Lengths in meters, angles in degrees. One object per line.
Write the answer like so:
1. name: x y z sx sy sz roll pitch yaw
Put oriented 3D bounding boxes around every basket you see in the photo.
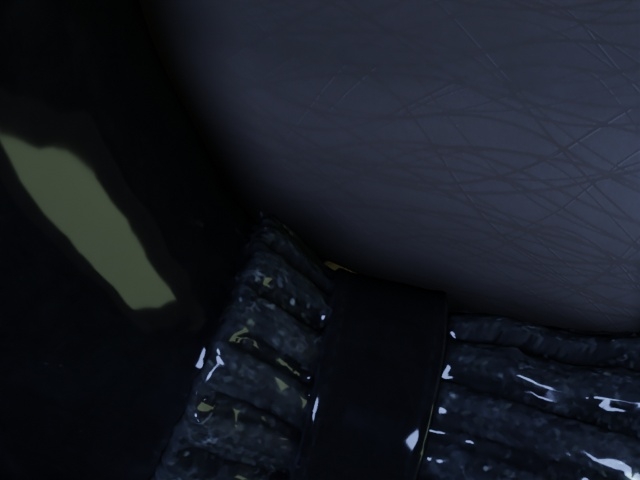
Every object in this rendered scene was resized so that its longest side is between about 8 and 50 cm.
1. basket: 0.031 -0.067 0.586 0.154 0.227 0.204 -46 147 -56

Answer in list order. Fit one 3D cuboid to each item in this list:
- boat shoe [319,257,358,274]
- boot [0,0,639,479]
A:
1. boat shoe: 0.000 0.000 0.804 0.183 0.066 0.066 20 88 -71
2. boot: -0.014 0.018 0.478 0.348 0.260 0.131 85 29 -48
